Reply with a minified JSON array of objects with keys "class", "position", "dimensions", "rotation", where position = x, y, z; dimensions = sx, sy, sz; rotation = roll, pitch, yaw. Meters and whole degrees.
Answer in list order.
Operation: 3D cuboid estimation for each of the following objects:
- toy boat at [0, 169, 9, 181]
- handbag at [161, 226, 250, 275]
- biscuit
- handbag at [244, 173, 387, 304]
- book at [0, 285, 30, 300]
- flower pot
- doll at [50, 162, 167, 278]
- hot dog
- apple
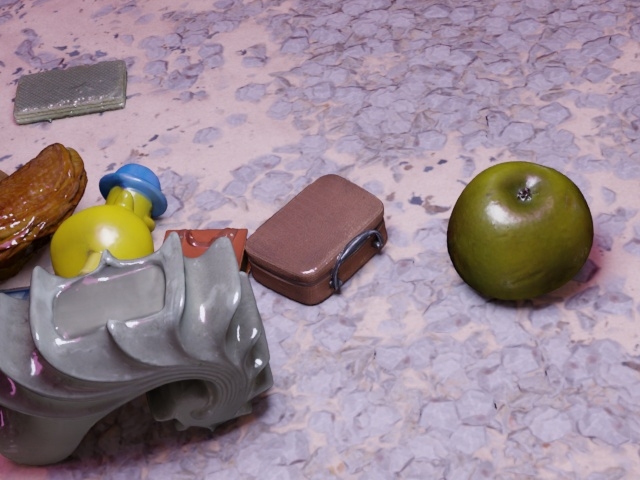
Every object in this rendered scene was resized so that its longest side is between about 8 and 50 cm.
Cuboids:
[{"class":"toy boat","position":[-0.537,-0.050,1.721],"dimensions":[0.057,0.077,0.200],"rotation":[29,57,33]},{"class":"handbag","position":[-0.172,0.064,1.541],"dimensions":[0.127,0.063,0.190],"rotation":[-1,47,12]},{"class":"biscuit","position":[-0.445,-0.266,1.952],"dimensions":[0.199,0.040,0.121],"rotation":[-9,46,2]},{"class":"handbag","position":[0.000,0.000,1.561],"dimensions":[0.151,0.072,0.193],"rotation":[31,56,35]},{"class":"book","position":[-0.512,0.129,1.528],"dimensions":[0.322,0.018,0.228],"rotation":[-8,23,6]},{"class":"flower pot","position":[-0.250,0.140,1.337],"dimensions":[0.368,0.254,0.164],"rotation":[-13,46,-2]},{"class":"doll","position":[-0.302,0.009,1.558],"dimensions":[0.145,0.199,0.363],"rotation":[23,25,-8]},{"class":"hot dog","position":[-0.446,-0.032,1.605],"dimensions":[0.196,0.122,0.272],"rotation":[-32,10,50]},{"class":"apple","position":[0.265,-0.018,1.462],"dimensions":[0.196,0.157,0.196],"rotation":[-2,52,3]}]
